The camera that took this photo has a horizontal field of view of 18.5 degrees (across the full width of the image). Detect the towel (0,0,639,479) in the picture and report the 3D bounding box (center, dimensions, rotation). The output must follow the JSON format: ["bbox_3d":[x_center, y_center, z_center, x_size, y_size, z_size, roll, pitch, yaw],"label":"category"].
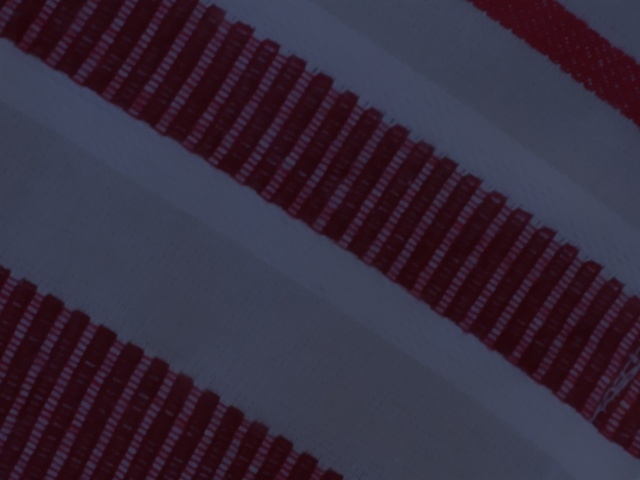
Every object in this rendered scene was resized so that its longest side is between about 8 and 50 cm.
[{"bbox_3d":[0.000,0.000,0.493,0.237,0.329,0.037,33,-172,-12],"label":"towel"}]
